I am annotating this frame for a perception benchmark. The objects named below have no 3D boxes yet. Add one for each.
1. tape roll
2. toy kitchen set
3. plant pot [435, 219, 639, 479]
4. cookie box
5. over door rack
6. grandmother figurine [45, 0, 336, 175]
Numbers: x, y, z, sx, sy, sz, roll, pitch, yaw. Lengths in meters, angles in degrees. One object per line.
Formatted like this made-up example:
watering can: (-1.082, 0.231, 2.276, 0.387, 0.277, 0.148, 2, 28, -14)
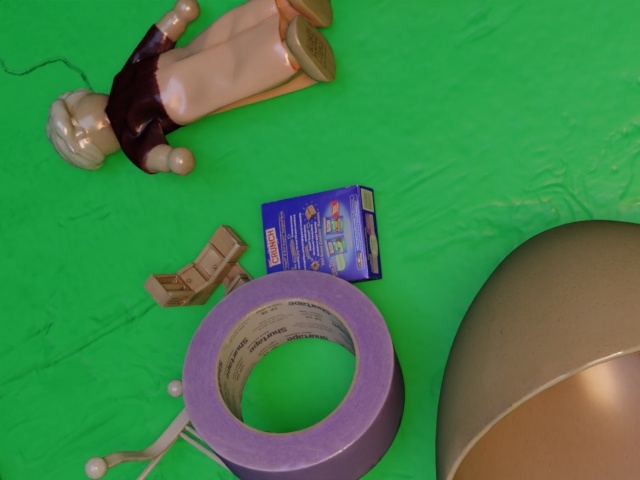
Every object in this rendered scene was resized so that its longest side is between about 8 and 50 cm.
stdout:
tape roll: (-0.022, 0.126, 0.805, 0.189, 0.080, 0.189, -6, 58, 10)
toy kitchen set: (-0.113, 0.037, 0.904, 0.068, 0.075, 0.083, 45, 109, 21)
plant pot: (0.211, 0.094, 0.660, 0.284, 0.284, 0.191, -31, 38, 20)
cookie box: (0.000, 0.000, 0.872, 0.107, 0.040, 0.091, -9, 81, 25)
over door rack: (-0.137, 0.310, 0.820, 0.239, 0.108, 0.324, 27, 76, 29)
grandmother figurine: (-0.149, -0.153, 0.935, 0.342, 0.104, 0.208, -17, 51, 27)
